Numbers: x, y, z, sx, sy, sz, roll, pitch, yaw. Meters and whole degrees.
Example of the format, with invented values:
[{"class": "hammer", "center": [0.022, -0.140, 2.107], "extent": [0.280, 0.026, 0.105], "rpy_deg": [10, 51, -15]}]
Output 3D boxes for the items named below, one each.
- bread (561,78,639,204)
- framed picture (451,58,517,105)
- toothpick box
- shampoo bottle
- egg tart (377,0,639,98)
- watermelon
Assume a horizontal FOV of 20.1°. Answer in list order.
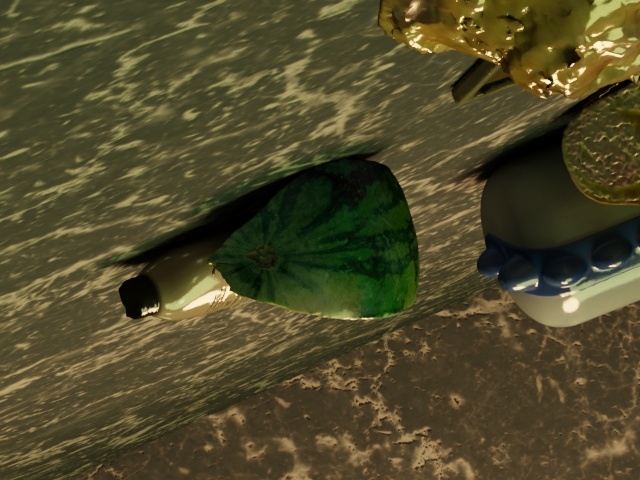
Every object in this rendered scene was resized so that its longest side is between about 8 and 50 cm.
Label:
[{"class": "bread", "center": [0.427, -0.136, 2.110], "extent": [0.156, 0.158, 0.261], "rpy_deg": [-20, 173, -47]}, {"class": "framed picture", "center": [0.306, -0.224, 1.681], "extent": [0.335, 0.022, 0.247], "rpy_deg": [-21, 170, -22]}, {"class": "toothpick box", "center": [0.363, -0.026, 2.287], "extent": [0.355, 0.263, 0.263], "rpy_deg": [-21, 171, -10]}, {"class": "shampoo bottle", "center": [-0.098, 0.029, 1.903], "extent": [0.257, 0.078, 0.127], "rpy_deg": [-20, 166, -37]}, {"class": "egg tart", "center": [0.197, -0.195, 1.180], "extent": [0.352, 0.150, 0.352], "rpy_deg": [-28, 171, -5]}, {"class": "watermelon", "center": [0.015, -0.008, 1.827], "extent": [0.231, 0.128, 0.146], "rpy_deg": [-2, 113, -46]}]
